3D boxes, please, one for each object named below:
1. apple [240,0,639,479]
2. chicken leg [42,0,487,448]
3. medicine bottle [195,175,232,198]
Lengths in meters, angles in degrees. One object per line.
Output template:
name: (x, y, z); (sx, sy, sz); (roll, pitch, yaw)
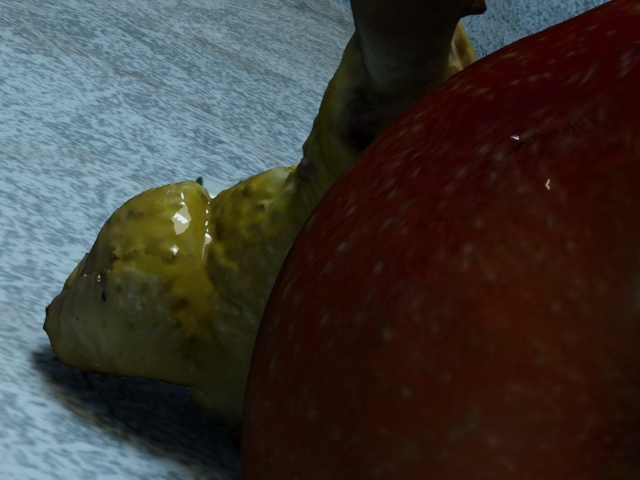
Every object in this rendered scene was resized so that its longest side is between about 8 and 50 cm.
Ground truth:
apple: (0.140, 0.074, 0.502); (0.348, 0.348, 0.277); (30, 1, 18)
chicken leg: (0.000, 0.000, 0.733); (0.295, 0.409, 0.182); (-5, 59, -1)
medicine bottle: (-0.033, 0.010, 0.997); (0.130, 0.080, 0.080); (22, 14, -15)
